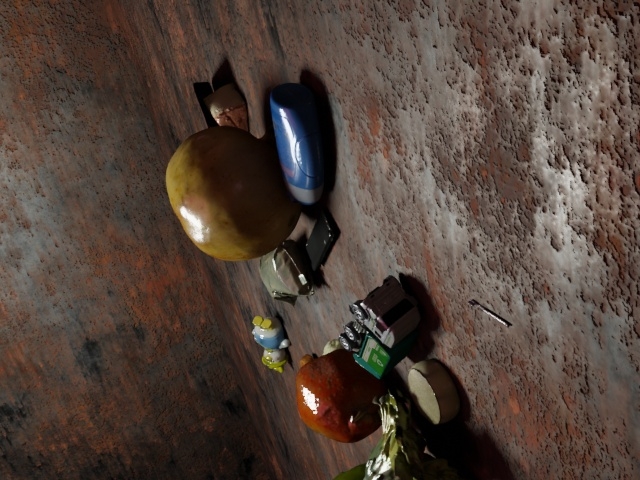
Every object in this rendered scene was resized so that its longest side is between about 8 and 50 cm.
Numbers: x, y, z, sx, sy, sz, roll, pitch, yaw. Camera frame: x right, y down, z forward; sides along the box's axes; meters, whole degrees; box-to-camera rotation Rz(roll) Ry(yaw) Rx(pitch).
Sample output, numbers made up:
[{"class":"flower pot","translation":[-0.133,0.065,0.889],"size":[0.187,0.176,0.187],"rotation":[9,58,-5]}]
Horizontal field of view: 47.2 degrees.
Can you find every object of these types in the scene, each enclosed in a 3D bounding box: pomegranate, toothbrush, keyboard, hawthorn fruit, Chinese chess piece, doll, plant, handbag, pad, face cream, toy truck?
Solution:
[{"class":"pomegranate","translation":[-0.185,-0.123,1.694],"size":[0.338,0.338,0.338],"rotation":[55,158,34]},{"class":"toothbrush","translation":[0.256,0.111,1.118],"size":[0.097,0.008,0.006],"rotation":[35,157,58]},{"class":"keyboard","translation":[0.001,0.000,1.705],"size":[0.231,0.023,0.072],"rotation":[115,137,-66]},{"class":"hawthorn fruit","translation":[0.057,0.367,1.665],"size":[0.262,0.210,0.211],"rotation":[-142,34,-68]},{"class":"Chinese chess piece","translation":[0.213,0.286,1.385],"size":[0.122,0.051,0.122],"rotation":[54,156,38]},{"class":"doll","translation":[-0.164,0.350,2.483],"size":[0.099,0.135,0.241],"rotation":[-88,-9,-56]},{"class":"plant","translation":[0.145,0.431,1.479],"size":[0.306,0.296,0.261],"rotation":[37,-139,-55]},{"class":"handbag","translation":[-0.088,0.091,1.930],"size":[0.183,0.117,0.270],"rotation":[59,161,0]},{"class":"pad","translation":[-0.294,-0.345,1.996],"size":[0.267,0.004,0.181],"rotation":[-81,-27,-78]},{"class":"face cream","translation":[-0.043,-0.184,1.503],"size":[0.149,0.083,0.264],"rotation":[51,156,44]},{"class":"toy truck","translation":[0.119,0.176,1.436],"size":[0.124,0.114,0.253],"rotation":[47,156,17]}]

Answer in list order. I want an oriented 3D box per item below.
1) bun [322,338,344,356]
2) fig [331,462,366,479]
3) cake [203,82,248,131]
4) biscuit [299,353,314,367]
[{"class":"bun","translation":[0.039,0.313,1.889],"size":[0.115,0.069,0.115],"rotation":[55,157,37]},{"class":"fig","translation":[0.125,0.705,1.769],"size":[0.316,0.316,0.316],"rotation":[55,158,34]},{"class":"cake","translation":[-0.248,-0.302,1.956],"size":[0.109,0.090,0.225],"rotation":[52,158,31]},{"class":"biscuit","translation":[0.029,0.480,2.165],"size":[0.284,0.043,0.306],"rotation":[45,154,48]}]
